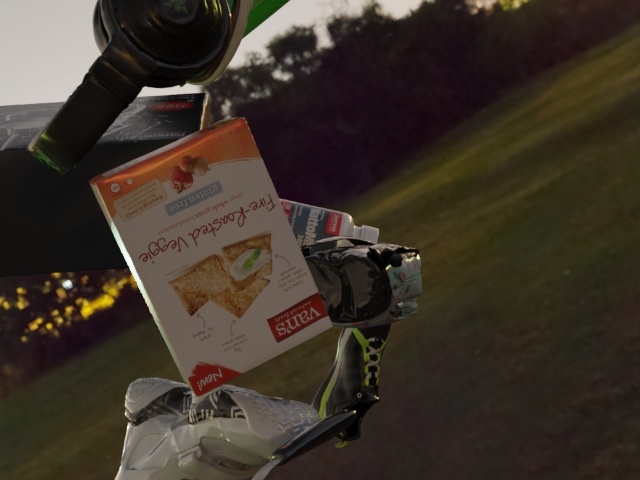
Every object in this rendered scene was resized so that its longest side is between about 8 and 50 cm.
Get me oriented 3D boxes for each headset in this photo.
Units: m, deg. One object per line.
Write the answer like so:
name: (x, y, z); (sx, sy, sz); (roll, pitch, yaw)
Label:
headset: (-0.147, -0.218, 0.987); (0.394, 0.185, 0.243); (-51, 17, 2)

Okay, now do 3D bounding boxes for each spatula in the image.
spatula: (-0.050, 0.222, 0.857); (0.084, 0.030, 0.296); (-22, 6, 40)

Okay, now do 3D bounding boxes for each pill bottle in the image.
pill bottle: (0.000, 0.000, 1.523); (0.180, 0.108, 0.108); (12, 1, 0)

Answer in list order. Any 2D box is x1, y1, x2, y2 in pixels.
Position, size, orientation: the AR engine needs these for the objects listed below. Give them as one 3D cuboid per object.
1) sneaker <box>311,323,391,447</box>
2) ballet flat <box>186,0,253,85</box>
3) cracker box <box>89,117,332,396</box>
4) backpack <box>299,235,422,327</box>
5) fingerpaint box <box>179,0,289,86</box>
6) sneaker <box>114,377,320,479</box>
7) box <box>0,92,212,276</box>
sneaker: (0.070, 0.212, 1.442); (0.084, 0.234, 0.097); (8, 19, -43)
ballet flat: (-0.134, -0.395, 1.154); (0.139, 0.400, 0.139); (-5, 6, 1)
cracker box: (-0.105, 0.015, 0.915); (0.156, 0.232, 0.067); (-27, 14, -15)
backpack: (0.059, 0.056, 1.215); (0.152, 0.115, 0.182); (7, 6, 29)
fingerpaint box: (-0.121, -0.535, 1.714); (0.445, 0.163, 0.371); (-33, 27, 24)
sneaker: (-0.135, 0.278, 1.093); (0.137, 0.210, 0.366); (19, -15, -34)
box: (-0.328, -0.091, 1.344); (0.343, 0.178, 0.312); (-5, 21, -4)
